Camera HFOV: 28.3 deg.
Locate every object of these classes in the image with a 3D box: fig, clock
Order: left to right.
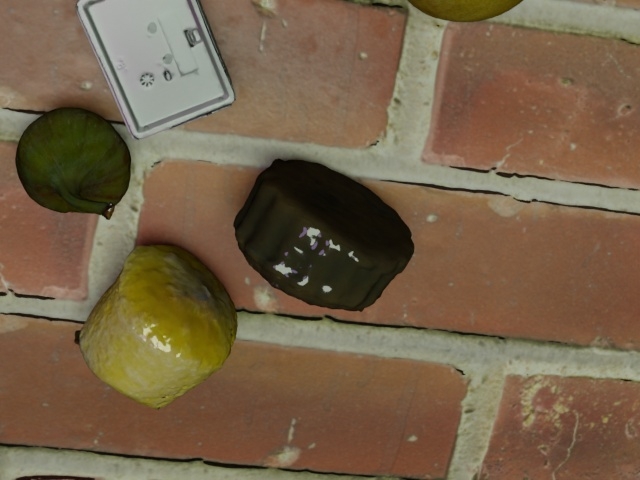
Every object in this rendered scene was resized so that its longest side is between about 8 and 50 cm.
[{"bbox_3d":[-0.295,-0.072,1.547,0.149,0.245,0.149,-6,115,-13],"label":"fig"},{"bbox_3d":[-0.205,-0.240,1.586,0.147,0.071,0.192,-22,112,1],"label":"clock"}]

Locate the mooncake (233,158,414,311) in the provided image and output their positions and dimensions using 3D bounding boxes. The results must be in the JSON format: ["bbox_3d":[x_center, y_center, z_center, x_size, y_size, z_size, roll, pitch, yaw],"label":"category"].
[{"bbox_3d":[0.000,0.000,1.626,0.228,0.228,0.124,26,112,-16],"label":"mooncake"}]

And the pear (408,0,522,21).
[{"bbox_3d":[0.172,-0.360,1.528,0.209,0.209,0.209,-3,111,-7],"label":"pear"}]

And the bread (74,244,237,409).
[{"bbox_3d":[-0.209,0.113,1.668,0.197,0.197,0.170,39,115,-19],"label":"bread"}]
